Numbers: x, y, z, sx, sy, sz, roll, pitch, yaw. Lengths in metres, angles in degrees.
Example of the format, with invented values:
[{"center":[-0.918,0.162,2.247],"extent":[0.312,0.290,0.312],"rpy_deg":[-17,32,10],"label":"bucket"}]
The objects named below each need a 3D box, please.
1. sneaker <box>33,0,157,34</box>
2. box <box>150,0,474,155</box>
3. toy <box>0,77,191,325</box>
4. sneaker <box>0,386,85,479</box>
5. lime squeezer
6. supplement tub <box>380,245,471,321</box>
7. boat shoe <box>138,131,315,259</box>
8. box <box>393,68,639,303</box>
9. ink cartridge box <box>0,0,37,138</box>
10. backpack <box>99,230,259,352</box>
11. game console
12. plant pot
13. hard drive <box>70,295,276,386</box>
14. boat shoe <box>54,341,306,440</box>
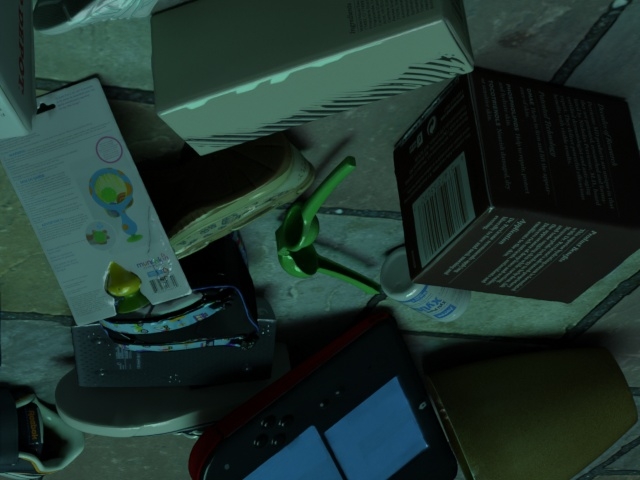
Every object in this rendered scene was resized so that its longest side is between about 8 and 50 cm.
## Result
[{"center":[-0.181,-0.209,1.246],"extent":[0.152,0.054,0.061],"rpy_deg":[-19,152,22],"label":"sneaker"},{"center":[-0.010,-0.176,1.282],"extent":[0.275,0.113,0.094],"rpy_deg":[-15,152,19],"label":"box"},{"center":[-0.228,-0.041,1.455],"extent":[0.137,0.237,0.056],"rpy_deg":[-16,-166,19],"label":"toy"},{"center":[-0.468,0.264,1.988],"extent":[0.127,0.126,0.321],"rpy_deg":[-21,159,34],"label":"sneaker"},{"center":[0.000,0.000,1.647],"extent":[0.110,0.059,0.310],"rpy_deg":[7,152,11],"label":"lime squeezer"},{"center":[0.130,0.054,1.772],"extent":[0.071,0.071,0.107],"rpy_deg":[-25,146,31],"label":"supplement tub"},{"center":[-0.142,-0.028,1.533],"extent":[0.285,0.104,0.089],"rpy_deg":[-21,152,20],"label":"boat shoe"},{"center":[0.207,-0.051,1.492],"extent":[0.203,0.167,0.168],"rpy_deg":[8,148,-25],"label":"box"},{"center":[-0.305,-0.224,1.027],"extent":[0.121,0.211,0.289],"rpy_deg":[-9,151,4],"label":"ink cartridge box"},{"center":[-0.169,0.063,1.680],"extent":[0.173,0.117,0.158],"rpy_deg":[-10,152,6],"label":"backpack"},{"center":[0.015,0.313,1.985],"extent":[0.342,0.060,0.386],"rpy_deg":[-33,134,-10],"label":"game console"},{"center":[0.310,0.251,2.047],"extent":[0.254,0.237,0.237],"rpy_deg":[-23,151,-2],"label":"plant pot"},{"center":[-0.188,0.128,1.847],"extent":[0.254,0.054,0.172],"rpy_deg":[-2,146,-6],"label":"hard drive"},{"center":[-0.186,0.235,1.977],"extent":[0.340,0.127,0.158],"rpy_deg":[-4,144,-5],"label":"boat shoe"}]
